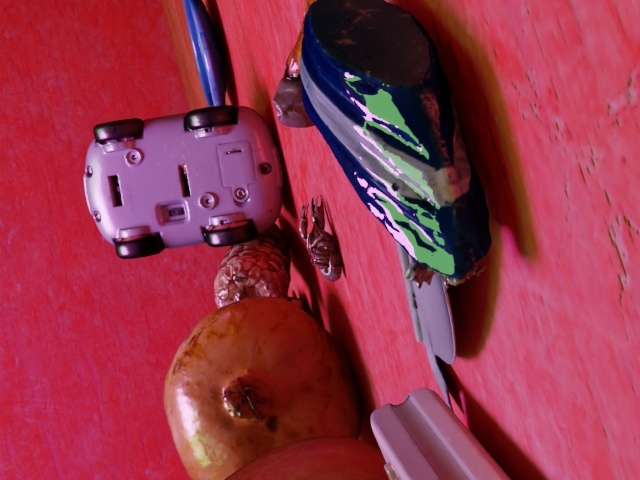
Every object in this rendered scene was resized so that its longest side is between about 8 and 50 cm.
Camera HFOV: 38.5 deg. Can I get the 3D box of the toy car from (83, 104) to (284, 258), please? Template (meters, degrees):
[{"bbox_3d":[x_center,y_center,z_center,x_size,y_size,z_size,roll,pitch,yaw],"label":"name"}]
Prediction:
[{"bbox_3d":[-0.175,-0.085,1.254,0.212,0.271,0.180,-44,-54,-78],"label":"toy car"}]

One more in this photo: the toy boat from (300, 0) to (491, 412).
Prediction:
[{"bbox_3d":[0.048,0.004,0.564,0.220,0.067,0.291,-118,12,-48],"label":"toy boat"}]

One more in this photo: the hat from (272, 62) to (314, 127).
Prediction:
[{"bbox_3d":[-0.008,-0.127,0.795,0.087,0.042,0.058,-46,-42,-60],"label":"hat"}]

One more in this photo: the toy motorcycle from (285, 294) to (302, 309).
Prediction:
[{"bbox_3d":[-0.065,0.186,1.321,0.326,0.148,0.221,157,121,-87],"label":"toy motorcycle"}]

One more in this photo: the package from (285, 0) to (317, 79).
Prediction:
[{"bbox_3d":[-0.006,-0.153,0.728,0.110,0.033,0.077,-120,23,-48],"label":"package"}]

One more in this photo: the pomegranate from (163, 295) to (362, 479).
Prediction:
[{"bbox_3d":[-0.066,0.187,1.042,0.248,0.248,0.248,166,90,-81],"label":"pomegranate"}]

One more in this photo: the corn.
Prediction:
[{"bbox_3d":[-0.089,0.035,1.260,0.290,0.098,0.098,-95,-7,-75],"label":"corn"}]

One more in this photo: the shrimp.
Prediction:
[{"bbox_3d":[-0.003,-0.002,0.944,0.029,0.038,0.092,-27,73,37],"label":"shrimp"}]

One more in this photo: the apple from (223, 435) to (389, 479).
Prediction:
[{"bbox_3d":[-0.004,0.307,0.820,0.257,0.234,0.256,169,90,-80],"label":"apple"}]

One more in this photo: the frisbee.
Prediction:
[{"bbox_3d":[-0.191,-0.322,1.573,0.242,0.045,0.242,165,90,-81],"label":"frisbee"}]

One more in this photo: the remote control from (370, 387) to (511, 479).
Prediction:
[{"bbox_3d":[0.098,0.185,0.502,0.277,0.055,0.103,-131,18,-71],"label":"remote control"}]
